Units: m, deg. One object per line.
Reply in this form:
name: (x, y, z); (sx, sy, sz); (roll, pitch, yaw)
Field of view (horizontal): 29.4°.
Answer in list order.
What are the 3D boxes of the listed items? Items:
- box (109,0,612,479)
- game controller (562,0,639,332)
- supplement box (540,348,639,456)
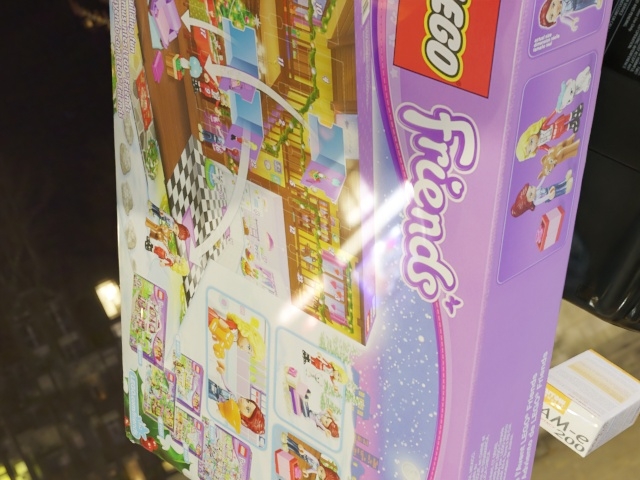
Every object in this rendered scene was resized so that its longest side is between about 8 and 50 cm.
box: (0.000, 0.000, 0.497); (0.057, 0.201, 0.293); (-26, -49, -40)
game controller: (0.191, -0.103, 0.635); (0.067, 0.166, 0.319); (-31, -32, -63)
supplement box: (0.208, 0.125, 0.949); (0.098, 0.062, 0.036); (-13, -49, -52)
